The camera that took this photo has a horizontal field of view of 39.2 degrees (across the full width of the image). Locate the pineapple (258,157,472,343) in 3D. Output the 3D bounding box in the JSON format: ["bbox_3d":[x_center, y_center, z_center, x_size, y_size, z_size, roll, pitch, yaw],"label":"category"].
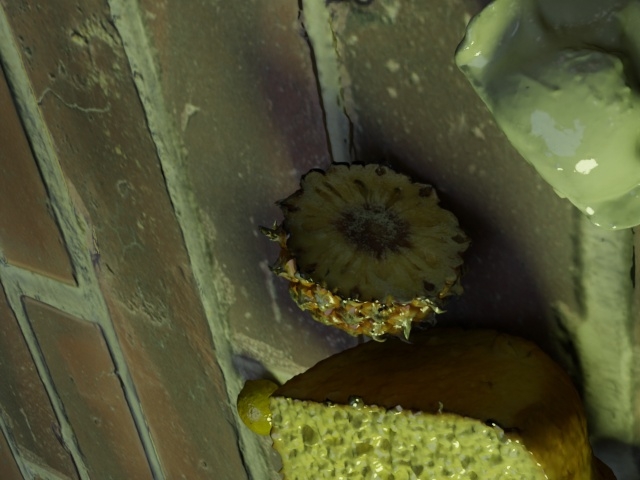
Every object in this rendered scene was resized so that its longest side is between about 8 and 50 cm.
[{"bbox_3d":[0.034,0.030,0.793,0.176,0.161,0.137,18,140,5],"label":"pineapple"}]

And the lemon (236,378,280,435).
[{"bbox_3d":[-0.068,0.205,1.095,0.062,0.062,0.083,-27,97,50],"label":"lemon"}]

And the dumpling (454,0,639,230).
[{"bbox_3d":[0.189,-0.102,0.614,0.134,0.100,0.169,-39,68,14],"label":"dumpling"}]

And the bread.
[{"bbox_3d":[0.120,0.176,0.809,0.340,0.179,0.194,-3,115,47],"label":"bread"}]
